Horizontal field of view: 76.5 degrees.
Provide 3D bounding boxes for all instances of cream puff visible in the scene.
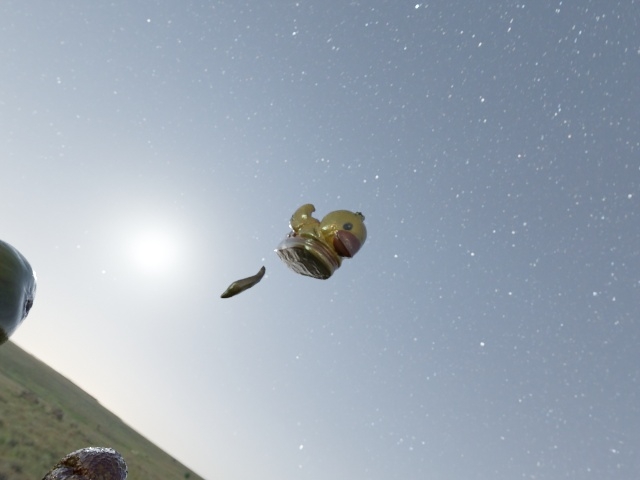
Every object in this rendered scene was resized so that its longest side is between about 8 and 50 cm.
[{"bbox_3d":[-0.397,0.402,0.664,0.149,0.149,0.085,0,-69,42],"label":"cream puff"}]

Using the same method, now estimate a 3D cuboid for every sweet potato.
[{"bbox_3d":[-0.203,0.115,1.097,0.041,0.153,0.038,39,-34,29],"label":"sweet potato"}]

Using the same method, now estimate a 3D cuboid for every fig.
[{"bbox_3d":[-0.467,0.055,0.438,0.259,0.152,0.151,10,-23,-28],"label":"fig"}]

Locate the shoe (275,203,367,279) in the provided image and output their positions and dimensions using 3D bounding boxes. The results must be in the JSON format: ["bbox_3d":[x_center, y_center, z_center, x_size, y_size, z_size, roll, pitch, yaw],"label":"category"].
[{"bbox_3d":[-0.003,-0.002,0.412,0.072,0.069,0.109,44,-27,-2],"label":"shoe"}]
